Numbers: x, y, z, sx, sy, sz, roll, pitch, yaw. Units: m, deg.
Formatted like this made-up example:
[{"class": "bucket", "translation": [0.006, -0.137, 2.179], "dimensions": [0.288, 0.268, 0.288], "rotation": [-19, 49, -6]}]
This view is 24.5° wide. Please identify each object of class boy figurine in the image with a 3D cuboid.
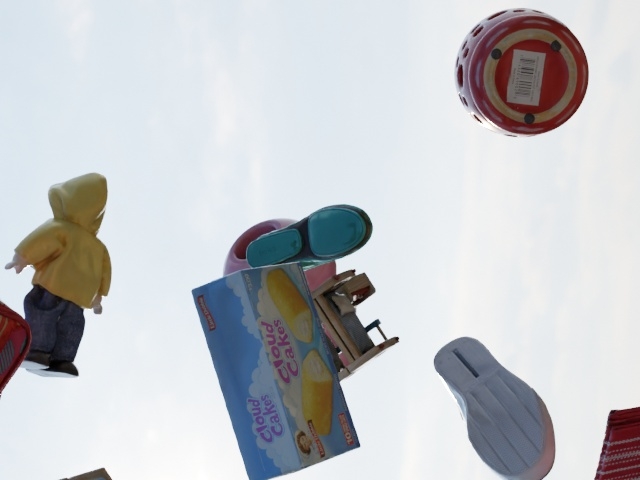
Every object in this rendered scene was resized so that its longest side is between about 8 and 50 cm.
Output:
[{"class": "boy figurine", "translation": [-0.356, 0.038, 2.002], "dimensions": [0.177, 0.092, 0.285], "rotation": [25, -111, -49]}]

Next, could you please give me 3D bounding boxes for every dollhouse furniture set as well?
[{"class": "dollhouse furniture set", "translation": [0.052, 0.119, 2.159], "dimensions": [0.129, 0.129, 0.183], "rotation": [57, -151, 8]}]

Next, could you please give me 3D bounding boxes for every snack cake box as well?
[{"class": "snack cake box", "translation": [-0.057, 0.168, 1.915], "dimensions": [0.152, 0.089, 0.264], "rotation": [-7, -103, -61]}]

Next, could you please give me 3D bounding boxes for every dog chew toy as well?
[{"class": "dog chew toy", "translation": [-0.031, 0.118, 2.640], "dimensions": [0.332, 0.206, 0.206], "rotation": [55, -141, -30]}]

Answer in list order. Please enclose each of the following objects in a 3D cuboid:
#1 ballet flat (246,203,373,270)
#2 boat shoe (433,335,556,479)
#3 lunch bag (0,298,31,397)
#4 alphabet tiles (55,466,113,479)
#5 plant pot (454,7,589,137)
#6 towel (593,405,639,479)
[{"class": "ballet flat", "translation": [0.000, 0.000, 2.229], "dimensions": [0.087, 0.247, 0.083], "rotation": [6, -108, -49]}, {"class": "boat shoe", "translation": [0.271, 0.259, 2.146], "dimensions": [0.119, 0.121, 0.335], "rotation": [54, -175, -30]}, {"class": "lunch bag", "translation": [-0.490, 0.172, 1.752], "dimensions": [0.258, 0.120, 0.293], "rotation": [33, -90, -48]}, {"class": "alphabet tiles", "translation": [-0.327, 0.447, 2.025], "dimensions": [0.285, 0.342, 0.011], "rotation": [62, -160, -25]}, {"class": "plant pot", "translation": [0.295, -0.238, 2.118], "dimensions": [0.174, 0.191, 0.191], "rotation": [-102, 11, -81]}, {"class": "towel", "translation": [0.442, 0.301, 1.931], "dimensions": [0.275, 0.199, 0.031], "rotation": [93, 162, -44]}]
